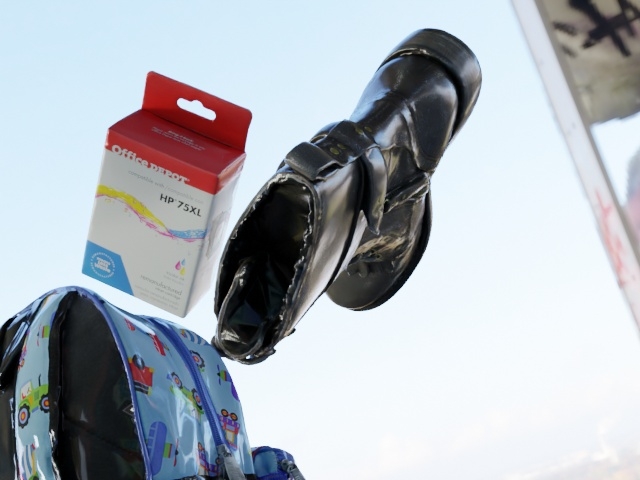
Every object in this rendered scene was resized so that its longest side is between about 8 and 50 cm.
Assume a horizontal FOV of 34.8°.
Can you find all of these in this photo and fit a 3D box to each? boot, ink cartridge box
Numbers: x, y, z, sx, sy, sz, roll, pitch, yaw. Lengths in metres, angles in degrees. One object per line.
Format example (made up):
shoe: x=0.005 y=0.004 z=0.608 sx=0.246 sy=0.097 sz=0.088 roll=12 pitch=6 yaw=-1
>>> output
boot: x=0.000 y=0.000 z=0.640 sx=0.229 sy=0.091 sz=0.263 roll=-48 pitch=-18 yaw=-44
ink cartridge box: x=-0.166 y=-0.049 z=1.097 sx=0.078 sy=0.134 sz=0.231 roll=-51 pitch=-19 yaw=-59

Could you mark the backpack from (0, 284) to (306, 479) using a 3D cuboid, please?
backpack: x=-0.084 y=0.110 z=0.432 sx=0.116 sy=0.173 sz=0.158 roll=5 pitch=-27 yaw=-43
